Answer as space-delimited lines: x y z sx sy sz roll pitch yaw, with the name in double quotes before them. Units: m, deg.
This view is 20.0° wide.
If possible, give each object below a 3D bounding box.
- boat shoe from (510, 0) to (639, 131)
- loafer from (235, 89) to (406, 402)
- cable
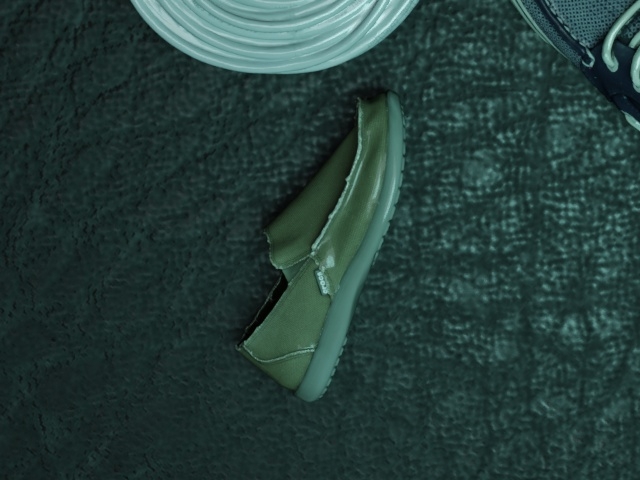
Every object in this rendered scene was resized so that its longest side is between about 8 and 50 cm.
"boat shoe" 0.260 -0.136 1.306 0.340 0.158 0.127 40 100 -2
"loafer" 0.000 0.000 1.384 0.087 0.094 0.251 18 101 -2
"cable" -0.032 -0.253 1.350 0.257 0.089 0.257 -17 98 8
